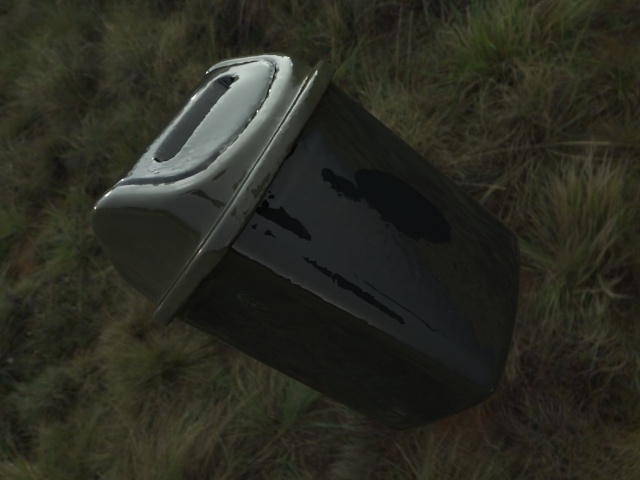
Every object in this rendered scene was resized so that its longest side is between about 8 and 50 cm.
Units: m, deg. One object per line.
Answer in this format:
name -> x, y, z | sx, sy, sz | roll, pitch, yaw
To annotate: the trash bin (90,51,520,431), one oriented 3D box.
trash bin -> 0.000, 0.000, 0.435 | 0.182, 0.290, 0.210 | -44, 17, 46
